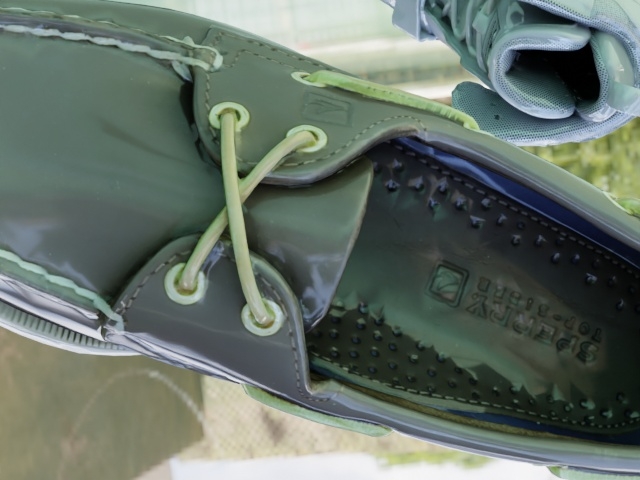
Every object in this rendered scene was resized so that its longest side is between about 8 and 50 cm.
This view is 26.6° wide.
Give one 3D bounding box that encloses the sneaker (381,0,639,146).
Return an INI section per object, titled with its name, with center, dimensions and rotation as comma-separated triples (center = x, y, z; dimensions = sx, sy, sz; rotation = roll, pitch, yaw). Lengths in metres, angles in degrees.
[sneaker]
center = 0.118, -0.189, 1.029
dimensions = 0.365, 0.137, 0.210
rotation = 24, -147, 18

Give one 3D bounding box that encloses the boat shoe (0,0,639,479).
[boat shoe]
center = 0.000, 0.000, 0.420
dimensions = 0.324, 0.117, 0.096
rotation = 21, 173, -15
